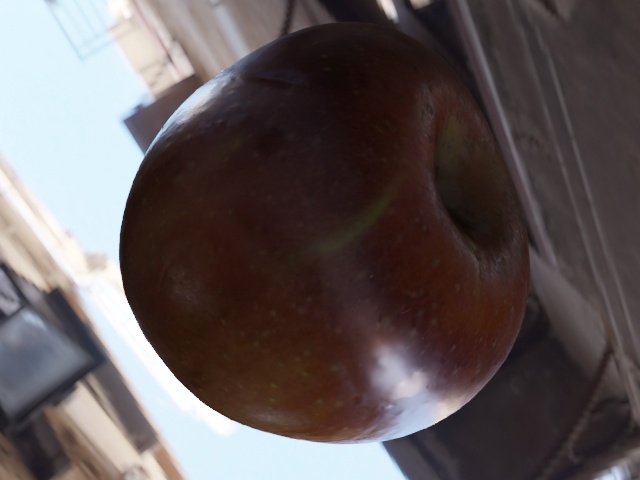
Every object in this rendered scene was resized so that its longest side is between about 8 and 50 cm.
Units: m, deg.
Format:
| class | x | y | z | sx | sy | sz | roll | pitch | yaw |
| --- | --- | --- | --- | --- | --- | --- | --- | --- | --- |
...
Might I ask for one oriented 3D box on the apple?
| class | x | y | z | sx | sy | sz | roll | pitch | yaw |
| --- | --- | --- | --- | --- | --- | --- | --- | --- | --- |
| apple | 0.000 | 0.000 | 0.858 | 0.162 | 0.201 | 0.201 | -21 | -130 | 26 |
